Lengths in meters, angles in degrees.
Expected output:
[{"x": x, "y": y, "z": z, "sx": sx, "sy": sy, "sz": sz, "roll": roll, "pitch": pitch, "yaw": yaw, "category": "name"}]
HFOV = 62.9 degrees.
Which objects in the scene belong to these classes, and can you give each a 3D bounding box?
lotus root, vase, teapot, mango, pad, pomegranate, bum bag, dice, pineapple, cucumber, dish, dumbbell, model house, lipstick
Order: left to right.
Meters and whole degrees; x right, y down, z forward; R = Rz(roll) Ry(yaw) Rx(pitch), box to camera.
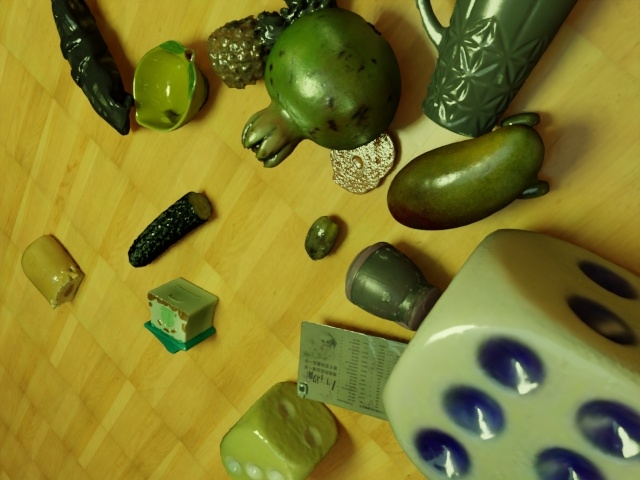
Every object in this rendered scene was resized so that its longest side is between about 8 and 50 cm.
[{"x": -0.460, "y": -0.359, "z": 1.047, "sx": 0.340, "sy": 0.095, "sz": 0.144, "roll": 62, "pitch": 154, "yaw": 4, "category": "bum bag"}, {"x": -0.338, "y": -0.010, "z": 1.118, "sx": 0.300, "sy": 0.072, "sz": 0.072, "roll": -31, "pitch": 89, "yaw": 34, "category": "cucumber"}, {"x": -0.267, "y": -0.285, "z": 0.979, "sx": 0.208, "sy": 0.080, "sz": 0.148, "roll": -30, "pitch": 86, "yaw": 36, "category": "dish"}, {"x": -0.306, "y": 0.177, "z": 1.147, "sx": 0.127, "sy": 0.100, "sz": 0.149, "roll": 23, "pitch": 119, "yaw": 23, "category": "model house"}, {"x": -0.069, "y": -0.331, "z": 0.834, "sx": 0.237, "sy": 0.111, "sz": 0.119, "roll": -16, "pitch": 129, "yaw": 25, "category": "pineapple"}, {"x": -0.083, "y": 0.402, "z": 1.044, "sx": 0.169, "sy": 0.169, "sz": 0.166, "roll": 42, "pitch": 122, "yaw": 13, "category": "dice"}, {"x": 0.000, "y": 0.000, "z": 0.932, "sx": 0.054, "sy": 0.049, "sz": 0.099, "roll": 37, "pitch": 127, "yaw": 13, "category": "lotus root"}, {"x": 0.008, "y": -0.202, "z": 0.738, "sx": 0.159, "sy": 0.241, "sz": 0.190, "roll": 53, "pitch": 155, "yaw": 25, "category": "pomegranate"}, {"x": 0.076, "y": 0.246, "z": 0.970, "sx": 0.048, "sy": 0.048, "sz": 0.158, "roll": -34, "pitch": 88, "yaw": 35, "category": "lipstick"}, {"x": 0.079, "y": 0.242, "z": 0.936, "sx": 0.265, "sy": 0.009, "sz": 0.159, "roll": 9, "pitch": 105, "yaw": 21, "category": "pad"}, {"x": 0.117, "y": 0.092, "z": 0.840, "sx": 0.146, "sy": 0.116, "sz": 0.148, "roll": 33, "pitch": 128, "yaw": 33, "category": "teapot"}, {"x": 0.183, "y": -0.077, "z": 0.723, "sx": 0.133, "sy": 0.111, "sz": 0.267, "roll": 25, "pitch": 152, "yaw": -24, "category": "mango"}, {"x": 0.220, "y": -0.288, "z": 0.651, "sx": 0.251, "sy": 0.156, "sz": 0.301, "roll": 31, "pitch": 126, "yaw": 16, "category": "vase"}, {"x": 0.283, "y": -0.116, "z": 0.724, "sx": 0.052, "sy": 0.046, "sz": 0.118, "roll": -8, "pitch": 102, "yaw": 27, "category": "dumbbell"}, {"x": 0.281, "y": 0.170, "z": 0.665, "sx": 0.304, "sy": 0.304, "sz": 0.277, "roll": 34, "pitch": 121, "yaw": 18, "category": "dice"}]

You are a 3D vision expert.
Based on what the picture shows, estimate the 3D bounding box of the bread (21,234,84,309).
[{"x": -0.705, "y": 0.081, "z": 1.362, "sx": 0.173, "sy": 0.085, "sz": 0.134, "roll": 45, "pitch": 123, "yaw": 10, "category": "bread"}]

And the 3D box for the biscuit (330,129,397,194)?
[{"x": 0.069, "y": -0.134, "z": 0.862, "sx": 0.102, "sy": 0.019, "sz": 0.130, "roll": 50, "pitch": 124, "yaw": 7, "category": "biscuit"}]
